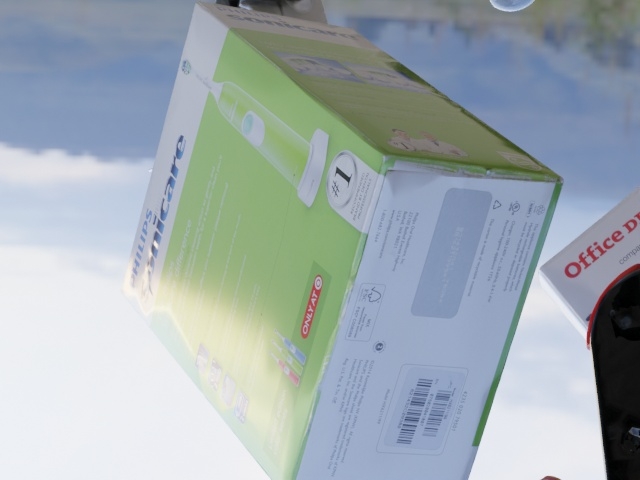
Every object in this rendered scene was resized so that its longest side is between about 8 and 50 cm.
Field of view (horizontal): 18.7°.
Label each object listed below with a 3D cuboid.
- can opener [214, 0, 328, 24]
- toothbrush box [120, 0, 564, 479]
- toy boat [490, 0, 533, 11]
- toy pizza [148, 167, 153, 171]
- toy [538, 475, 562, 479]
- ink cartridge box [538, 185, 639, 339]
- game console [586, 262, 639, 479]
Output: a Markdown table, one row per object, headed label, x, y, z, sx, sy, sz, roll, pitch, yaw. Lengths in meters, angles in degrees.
| label | x | y | z | sx | sy | sz | roll | pitch | yaw |
| --- | --- | --- | --- | --- | --- | --- | --- | --- | --- |
| can opener | -0.020 | -0.125 | 1.517 | 0.074 | 0.093 | 0.280 | 4 | -139 | -20 |
| toothbrush box | 0.000 | 0.000 | 1.164 | 0.122 | 0.206 | 0.283 | 6 | -161 | -30 |
| toy boat | 0.289 | -0.351 | 2.032 | 0.318 | 0.148 | 0.267 | -23 | -161 | -25 |
| toy pizza | -0.064 | -0.110 | 1.730 | 0.201 | 0.032 | 0.201 | -24 | -176 | 2 |
| toy | 0.271 | 0.314 | 2.312 | 0.237 | 0.056 | 0.137 | 6 | 157 | 18 |
| ink cartridge box | 0.342 | 0.069 | 1.816 | 0.172 | 0.237 | 0.100 | -39 | 166 | 1 |
| game console | 0.359 | 0.167 | 1.409 | 0.342 | 0.386 | 0.060 | -19 | 155 | 34 |
